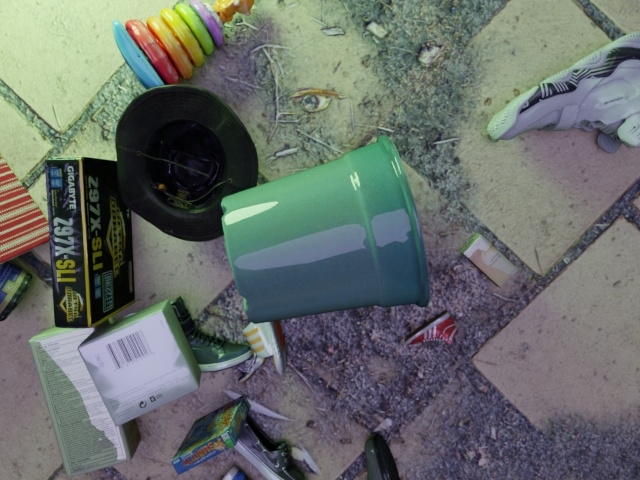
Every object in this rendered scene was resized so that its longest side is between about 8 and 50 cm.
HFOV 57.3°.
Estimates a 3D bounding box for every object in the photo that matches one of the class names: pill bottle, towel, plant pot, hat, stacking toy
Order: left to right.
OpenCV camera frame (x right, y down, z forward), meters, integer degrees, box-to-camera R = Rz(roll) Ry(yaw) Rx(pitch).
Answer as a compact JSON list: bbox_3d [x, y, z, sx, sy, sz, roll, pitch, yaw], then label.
[{"bbox_3d":[-0.747,0.072,1.245,0.219,0.123,0.123,36,96,-27],"label":"pill bottle"},{"bbox_3d":[-0.721,-0.080,1.247,0.031,0.199,0.275,-31,95,40],"label":"towel"},{"bbox_3d":[-0.265,-0.437,1.219,0.301,0.166,0.175,-37,102,-7],"label":"stacking toy"},{"bbox_3d":[-0.266,-0.171,1.236,0.331,0.134,0.332,4,116,7],"label":"hat"},{"bbox_3d":[0.000,0.000,1.131,0.333,0.341,0.342,-13,95,-2],"label":"plant pot"}]

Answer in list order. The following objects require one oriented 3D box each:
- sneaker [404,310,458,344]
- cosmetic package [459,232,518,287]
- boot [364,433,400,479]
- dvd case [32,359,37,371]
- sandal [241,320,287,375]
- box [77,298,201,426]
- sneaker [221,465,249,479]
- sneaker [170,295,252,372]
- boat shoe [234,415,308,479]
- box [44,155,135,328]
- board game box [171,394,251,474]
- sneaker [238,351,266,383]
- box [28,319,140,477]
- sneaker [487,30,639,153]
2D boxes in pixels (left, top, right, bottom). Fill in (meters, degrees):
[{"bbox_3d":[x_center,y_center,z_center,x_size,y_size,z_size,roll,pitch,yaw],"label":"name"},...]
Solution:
[{"bbox_3d":[0.251,0.216,1.308,0.118,0.042,0.067,-33,90,2],"label":"sneaker"},{"bbox_3d":[0.370,0.044,1.289,0.115,0.041,0.060,41,95,-2],"label":"cosmetic package"},{"bbox_3d":[0.077,0.620,1.322,0.222,0.118,0.339,-11,87,13],"label":"boot"},{"bbox_3d":[-0.603,0.317,1.355,0.087,0.013,0.120,-18,96,3],"label":"dvd case"},{"bbox_3d":[-0.140,0.172,1.293,0.076,0.102,0.266,-18,86,4],"label":"sandal"},{"bbox_3d":[-0.360,0.243,1.189,0.180,0.119,0.182,-24,98,-5],"label":"box"},{"bbox_3d":[-0.216,0.604,1.349,0.084,0.058,0.152,38,89,6],"label":"sneaker"},{"bbox_3d":[-0.270,0.205,1.299,0.226,0.086,0.164,-5,98,3],"label":"sneaker"},{"bbox_3d":[-0.107,0.482,1.331,0.228,0.080,0.076,40,97,5],"label":"boat shoe"},{"bbox_3d":[-0.461,-0.005,1.200,0.079,0.257,0.322,-1,95,2],"label":"box"},{"bbox_3d":[-0.229,0.412,1.260,0.136,0.201,0.035,-29,94,3],"label":"board game box"},{"bbox_3d":[-0.162,0.288,1.336,0.037,0.032,0.083,43,90,11],"label":"sneaker"},{"bbox_3d":[-0.513,0.336,1.293,0.147,0.121,0.311,-12,95,-6],"label":"box"},{"bbox_3d":[0.542,-0.255,1.207,0.365,0.137,0.210,-30,91,1],"label":"sneaker"}]
